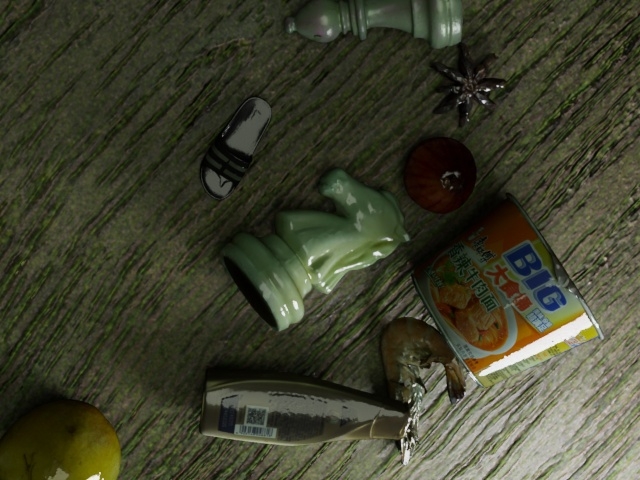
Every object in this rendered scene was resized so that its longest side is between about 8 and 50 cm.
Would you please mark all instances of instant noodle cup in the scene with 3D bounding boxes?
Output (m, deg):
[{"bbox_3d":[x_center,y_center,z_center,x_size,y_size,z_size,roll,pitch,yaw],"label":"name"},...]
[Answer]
[{"bbox_3d":[0.297,0.094,1.555,0.214,0.296,0.296,-34,109,9],"label":"instant noodle cup"}]

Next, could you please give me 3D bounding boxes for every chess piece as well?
[{"bbox_3d":[0.078,-0.353,1.471,0.272,0.139,0.139,-8,106,3],"label":"chess piece"},{"bbox_3d":[0.000,0.000,1.537,0.298,0.176,0.176,-34,109,-15],"label":"chess piece"}]

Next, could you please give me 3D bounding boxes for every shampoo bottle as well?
[{"bbox_3d":[-0.026,0.288,1.602,0.350,0.084,0.125,5,109,-4],"label":"shampoo bottle"}]

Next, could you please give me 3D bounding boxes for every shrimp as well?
[{"bbox_3d":[0.179,0.271,1.640,0.058,0.169,0.296,-25,117,-42],"label":"shrimp"}]

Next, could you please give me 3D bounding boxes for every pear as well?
[{"bbox_3d":[-0.414,0.354,1.517,0.200,0.200,0.200,-3,105,-11],"label":"pear"}]

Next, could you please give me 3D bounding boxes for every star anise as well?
[{"bbox_3d":[0.245,-0.256,1.561,0.141,0.042,0.141,-3,106,-12],"label":"star anise"}]

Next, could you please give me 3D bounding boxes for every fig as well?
[{"bbox_3d":[0.199,-0.115,1.548,0.128,0.150,0.128,2,66,-5],"label":"fig"}]

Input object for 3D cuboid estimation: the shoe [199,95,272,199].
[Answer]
[{"bbox_3d":[-0.134,-0.146,1.508,0.071,0.049,0.179,29,97,-16],"label":"shoe"}]
